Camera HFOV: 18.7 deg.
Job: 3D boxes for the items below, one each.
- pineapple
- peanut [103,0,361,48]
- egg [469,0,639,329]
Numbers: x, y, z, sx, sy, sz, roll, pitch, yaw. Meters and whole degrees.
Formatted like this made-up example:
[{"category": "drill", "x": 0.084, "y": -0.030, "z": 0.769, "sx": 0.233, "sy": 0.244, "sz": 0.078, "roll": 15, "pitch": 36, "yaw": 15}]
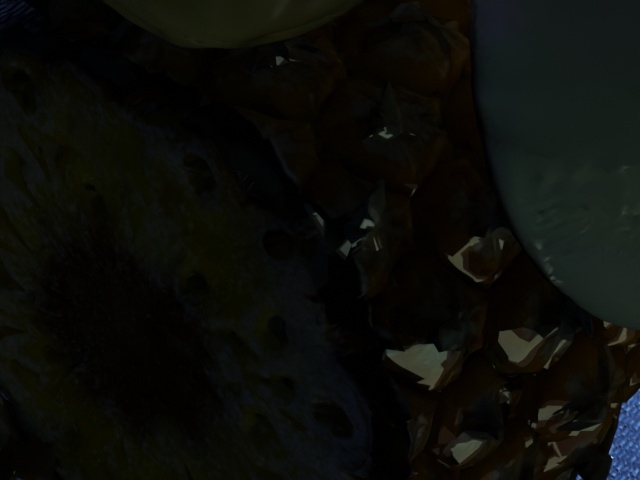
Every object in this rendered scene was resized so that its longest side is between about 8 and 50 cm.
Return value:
[{"category": "pineapple", "x": 0.001, "y": 0.003, "z": 0.929, "sx": 0.352, "sy": 0.352, "sz": 0.300, "roll": -29, "pitch": 179, "yaw": 44}, {"category": "peanut", "x": 0.064, "y": -0.135, "z": 0.570, "sx": 0.319, "sy": 0.147, "sz": 0.147, "roll": -19, "pitch": -179, "yaw": 19}, {"category": "egg", "x": 0.217, "y": -0.108, "z": 0.736, "sx": 0.201, "sy": 0.337, "sz": 0.337, "roll": 8, "pitch": -160, "yaw": 34}]
